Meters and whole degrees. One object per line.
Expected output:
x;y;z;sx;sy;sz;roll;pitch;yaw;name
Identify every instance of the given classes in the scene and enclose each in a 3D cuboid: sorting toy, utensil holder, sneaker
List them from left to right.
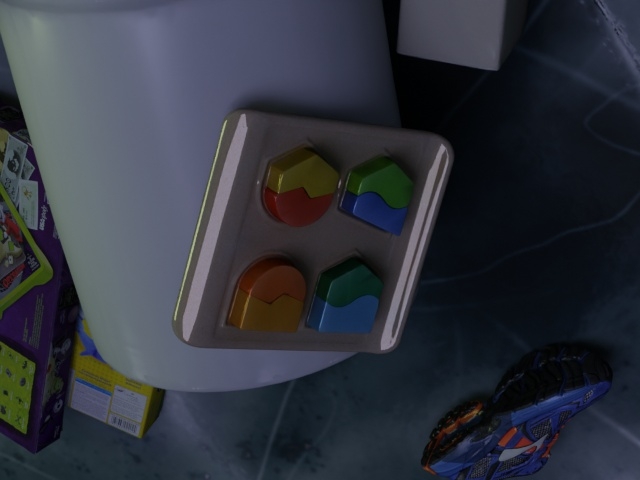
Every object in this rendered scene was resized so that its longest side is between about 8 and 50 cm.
-0.088;-0.112;1.544;0.328;0.327;0.385;-1;119;21;utensil holder
0.000;0.000;1.424;0.038;0.208;0.193;35;114;53;sorting toy
0.199;0.174;1.741;0.087;0.083;0.221;39;129;-19;sneaker

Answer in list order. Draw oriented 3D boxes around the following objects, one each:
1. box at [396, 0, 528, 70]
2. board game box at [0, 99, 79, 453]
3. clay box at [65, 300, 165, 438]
0.128;-0.288;1.491;0.094;0.113;0.275;12;119;15;box
-0.331;0.026;1.832;0.208;0.056;0.346;26;123;21;board game box
-0.208;0.082;1.846;0.127;0.053;0.222;23;122;10;clay box
